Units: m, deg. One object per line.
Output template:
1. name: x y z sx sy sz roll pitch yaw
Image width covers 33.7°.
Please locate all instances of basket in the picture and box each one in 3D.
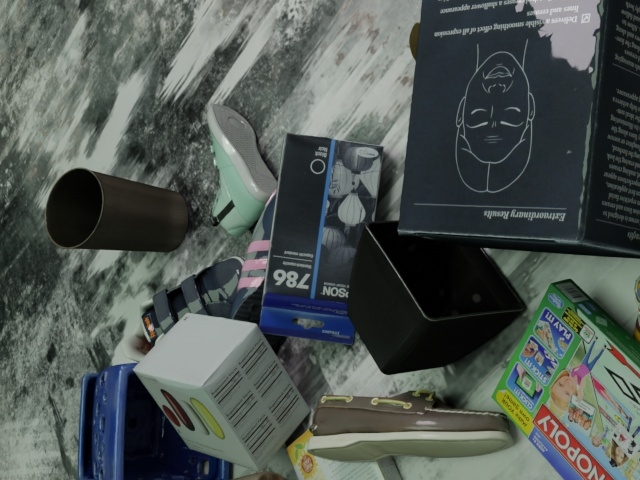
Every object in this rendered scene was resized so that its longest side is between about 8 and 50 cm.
1. basket: -0.387 -0.049 2.065 0.204 0.227 0.154 -8 78 44

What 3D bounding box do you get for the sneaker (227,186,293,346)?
1. sneaker: -0.086 0.050 1.852 0.319 0.112 0.131 -64 27 18

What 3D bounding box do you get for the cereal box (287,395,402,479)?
1. cereal box: 0.050 0.394 1.682 0.173 0.047 0.240 -44 56 32

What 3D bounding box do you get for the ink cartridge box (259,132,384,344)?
1. ink cartridge box: 0.000 0.000 1.712 0.065 0.165 0.332 -162 79 -86

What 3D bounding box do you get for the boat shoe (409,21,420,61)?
1. boat shoe: 0.189 -0.289 1.648 0.153 0.048 0.056 53 133 44

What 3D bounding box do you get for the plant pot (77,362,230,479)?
1. plant pot: -0.316 0.344 1.943 0.212 0.236 0.235 -11 77 52

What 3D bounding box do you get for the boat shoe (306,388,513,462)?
1. boat shoe: 0.129 0.268 1.562 0.324 0.116 0.096 -10 60 31

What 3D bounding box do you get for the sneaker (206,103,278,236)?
1. sneaker: -0.178 -0.128 1.960 0.151 0.094 0.256 -50 51 33

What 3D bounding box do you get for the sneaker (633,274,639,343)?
1. sneaker: 0.419 0.088 1.322 0.070 0.084 0.185 14 94 46

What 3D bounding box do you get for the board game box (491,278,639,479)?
1. board game box: 0.368 0.231 1.348 0.317 0.046 0.213 49 132 38

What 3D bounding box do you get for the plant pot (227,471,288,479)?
1. plant pot: -0.154 0.524 1.725 0.280 0.323 0.323 -35 59 18

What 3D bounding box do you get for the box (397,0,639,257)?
1. box: 0.294 -0.184 1.398 0.294 0.212 0.395 5 87 45

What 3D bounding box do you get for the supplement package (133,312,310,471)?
1. supplement package: -0.166 0.253 1.784 0.194 0.203 0.149 4 42 46

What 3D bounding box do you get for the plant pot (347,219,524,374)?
1. plant pot: 0.144 0.091 1.546 0.188 0.187 0.167 59 136 32

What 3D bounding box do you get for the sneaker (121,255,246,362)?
1. sneaker: -0.250 0.143 1.973 0.321 0.127 0.126 -45 53 30
